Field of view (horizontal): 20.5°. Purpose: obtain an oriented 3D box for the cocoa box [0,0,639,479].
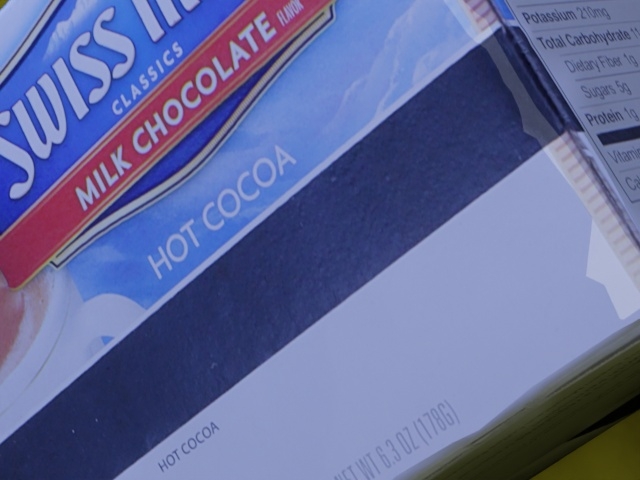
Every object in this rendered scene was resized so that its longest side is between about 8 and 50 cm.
[{"bbox_3d":[0.000,0.000,0.681,0.347,0.231,0.228,-39,74,33],"label":"cocoa box"}]
